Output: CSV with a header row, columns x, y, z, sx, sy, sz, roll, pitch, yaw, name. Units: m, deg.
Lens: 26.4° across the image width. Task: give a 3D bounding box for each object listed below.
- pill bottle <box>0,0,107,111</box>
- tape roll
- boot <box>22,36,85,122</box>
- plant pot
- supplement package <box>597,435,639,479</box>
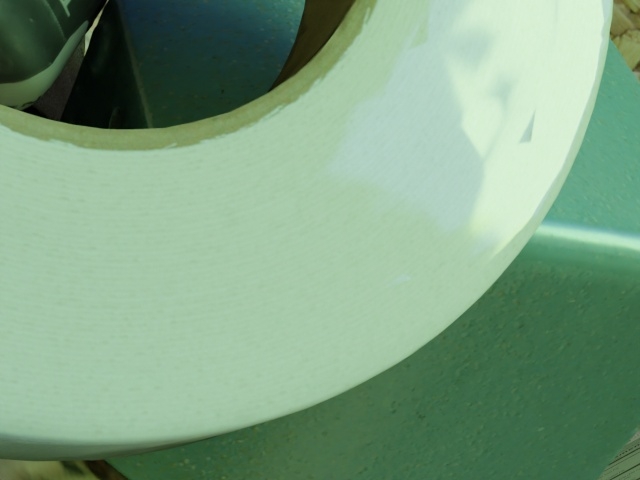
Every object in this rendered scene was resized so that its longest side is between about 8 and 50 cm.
x,y,z,sx,sy,sz,roll,pitch,yaw,name
-0.136,-0.140,0.552,0.130,0.130,0.245,47,60,-39,pill bottle
-0.083,-0.121,0.456,0.392,0.392,0.072,57,-26,-2,tape roll
-0.203,-0.150,0.622,0.305,0.112,0.115,46,27,-48,boot
0.000,0.000,0.663,0.252,0.247,0.248,10,39,-28,plant pot
0.281,0.311,1.095,0.262,0.204,0.145,57,12,-2,supplement package
